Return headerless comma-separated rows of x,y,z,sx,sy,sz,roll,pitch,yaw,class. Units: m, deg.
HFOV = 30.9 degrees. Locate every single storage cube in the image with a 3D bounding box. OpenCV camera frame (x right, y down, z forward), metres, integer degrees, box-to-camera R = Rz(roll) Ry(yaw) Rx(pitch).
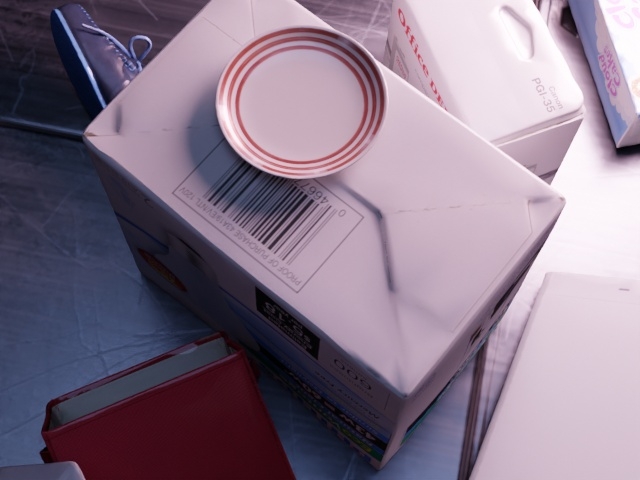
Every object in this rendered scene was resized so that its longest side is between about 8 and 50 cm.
-0.135,0.215,1.085,0.215,0.184,0.193,-23,95,-10,storage cube

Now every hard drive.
0.270,0.180,1.160,0.203,0.040,0.307,5,62,41,hard drive

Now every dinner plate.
-0.015,-0.112,0.948,0.141,0.017,0.141,0,69,-1,dinner plate

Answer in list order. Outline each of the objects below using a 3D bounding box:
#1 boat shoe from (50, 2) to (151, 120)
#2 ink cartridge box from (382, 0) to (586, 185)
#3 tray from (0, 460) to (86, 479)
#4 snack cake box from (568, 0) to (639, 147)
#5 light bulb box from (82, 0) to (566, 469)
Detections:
-0.214,-0.161,1.319,0.089,0.109,0.258,-31,89,-20,boat shoe
0.153,-0.134,1.206,0.117,0.283,0.207,-19,70,-9,ink cartridge box
-0.252,0.272,1.035,0.030,0.270,0.145,-27,95,-36,tray
0.391,-0.254,1.365,0.152,0.089,0.264,-11,69,-6,snack cake box
0.000,0.000,1.108,0.358,0.361,0.225,38,74,13,light bulb box
